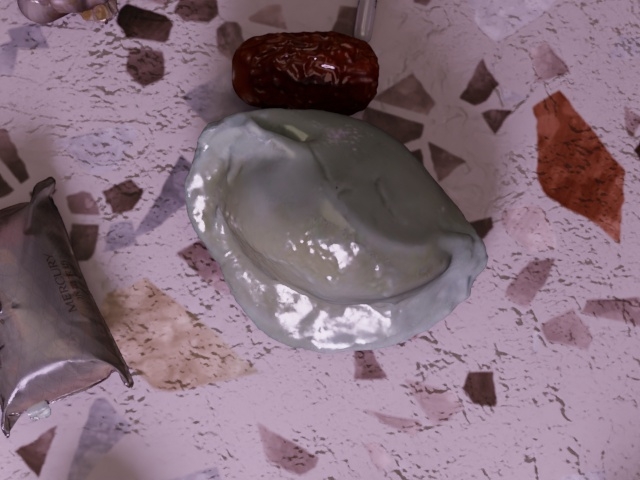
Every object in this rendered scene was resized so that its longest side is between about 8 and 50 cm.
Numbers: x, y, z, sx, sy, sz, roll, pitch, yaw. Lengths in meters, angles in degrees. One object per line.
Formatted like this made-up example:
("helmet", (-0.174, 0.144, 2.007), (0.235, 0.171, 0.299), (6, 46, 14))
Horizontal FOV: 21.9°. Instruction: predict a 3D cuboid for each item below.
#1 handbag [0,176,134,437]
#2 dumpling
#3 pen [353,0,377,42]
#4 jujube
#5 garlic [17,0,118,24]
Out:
("handbag", (-0.342, 0.078, 1.901), (0.182, 0.117, 0.270), (-23, 79, -7))
("dumpling", (0.007, -0.019, 1.902), (0.270, 0.212, 0.320), (-43, 76, -7))
("pen", (0.063, -0.324, 2.046), (0.026, 0.026, 0.218), (9, 80, -4))
("jujube", (-0.018, -0.196, 1.974), (0.176, 0.112, 0.109), (1, 48, -3))
("garlic", (-0.310, -0.323, 1.936), (0.127, 0.194, 0.131), (11, 85, 6))
